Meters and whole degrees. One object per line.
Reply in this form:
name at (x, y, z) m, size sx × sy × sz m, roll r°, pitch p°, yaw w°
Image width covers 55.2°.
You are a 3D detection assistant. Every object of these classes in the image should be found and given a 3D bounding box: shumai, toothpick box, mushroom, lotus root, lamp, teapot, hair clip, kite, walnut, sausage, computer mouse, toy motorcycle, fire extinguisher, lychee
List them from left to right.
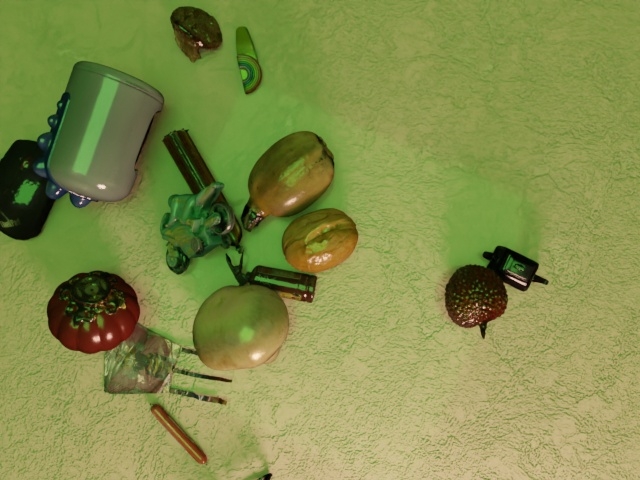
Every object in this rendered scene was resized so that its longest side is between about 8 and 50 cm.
computer mouse at (-0.803, -0.137, 1.646) m, size 0.170 × 0.100 × 0.269 m, roll 24°, pitch 88°, yaw 1°
lamp at (-0.582, 0.186, 1.574) m, size 0.226 × 0.227 × 0.227 m, roll 0°, pitch 87°, yaw 2°
toothpick box at (-0.579, -0.256, 1.570) m, size 0.262 × 0.263 × 0.355 m, roll 18°, pitch 89°, yaw 3°
kite at (-0.411, 0.348, 1.646) m, size 0.360 × 0.022 × 0.204 m, roll 14°, pitch 87°, yaw 6°
sausage at (-0.379, 0.516, 1.630) m, size 0.029 × 0.029 × 0.223 m, roll -44°, pitch 87°, yaw -1°
shumai at (-0.350, -0.570, 1.665) m, size 0.105 × 0.139 × 0.123 m, roll -16°, pitch 54°, yaw 31°
toy motorcycle at (-0.327, -0.045, 1.589) m, size 0.296 × 0.109 × 0.198 m, roll -30°, pitch 77°, yaw 38°
sausage at (-0.301, -0.126, 1.644) m, size 0.082 × 0.082 × 0.372 m, roll -30°, pitch 88°, yaw 0°
mushroom at (-0.189, 0.237, 1.557) m, size 0.253 × 0.260 × 0.234 m, roll -35°, pitch 124°, yaw -2°
hair clip at (-0.199, -0.500, 1.680) m, size 0.060 × 0.033 × 0.189 m, roll -12°, pitch 87°, yaw 0°
fire extinguisher at (-0.134, 0.091, 1.627) m, size 0.251 × 0.075 × 0.106 m, roll 11°, pitch 81°, yaw 3°
lotus root at (-0.098, -0.149, 1.597) m, size 0.310 × 0.183 × 0.183 m, roll -42°, pitch 86°, yaw 5°
walnut at (0.000, 0.000, 1.588) m, size 0.206 × 0.159 × 0.159 m, roll -25°, pitch 86°, yaw -7°
lychee at (0.399, 0.156, 1.560) m, size 0.165 × 0.165 × 0.198 m, roll -18°, pitch 70°, yaw 1°
teapot at (0.508, 0.073, 1.596) m, size 0.177 × 0.096 × 0.087 m, roll 26°, pitch 88°, yaw 3°

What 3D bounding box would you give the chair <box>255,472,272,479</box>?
chair at (-0.213, 0.704, 1.577) m, size 0.229 × 0.106 × 0.113 m, roll -23°, pitch 86°, yaw 1°
